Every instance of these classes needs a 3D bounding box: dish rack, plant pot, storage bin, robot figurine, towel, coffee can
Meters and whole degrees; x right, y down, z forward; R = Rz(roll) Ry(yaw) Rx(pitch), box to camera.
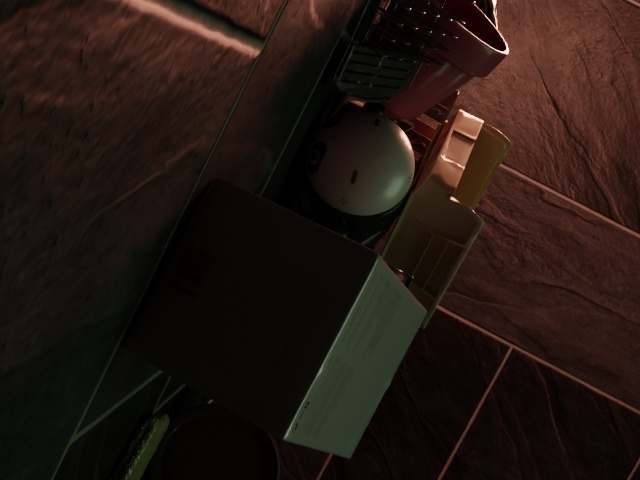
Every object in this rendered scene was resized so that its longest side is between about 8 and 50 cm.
[{"bbox_3d":[0.129,-0.302,1.412,0.208,0.074,0.272,-4,126,-53],"label":"dish rack"},{"bbox_3d":[0.159,-0.294,1.623,0.180,0.201,0.201,-47,-177,26],"label":"plant pot"},{"bbox_3d":[0.198,-0.044,1.743,0.260,0.123,0.262,-65,177,38],"label":"storage bin"},{"bbox_3d":[0.049,-0.091,1.641,0.173,0.209,0.278,-21,165,-13],"label":"robot figurine"},{"bbox_3d":[-0.253,0.300,1.404,0.148,0.027,0.110,-61,175,-4],"label":"towel"},{"bbox_3d":[-0.186,0.409,1.716,0.201,0.201,0.275,-60,175,-30],"label":"coffee can"}]

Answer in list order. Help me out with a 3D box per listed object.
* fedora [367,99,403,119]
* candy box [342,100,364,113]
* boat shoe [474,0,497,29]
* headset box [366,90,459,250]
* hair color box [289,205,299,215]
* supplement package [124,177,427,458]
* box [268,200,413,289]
[{"bbox_3d":[0.144,-0.304,1.802,0.194,0.194,0.079,-64,-145,27],"label":"fedora"},{"bbox_3d":[0.056,-0.191,1.869,0.109,0.053,0.186,-63,175,9],"label":"candy box"},{"bbox_3d":[0.246,-0.416,1.766,0.112,0.096,0.335,-22,167,15],"label":"boat shoe"},{"bbox_3d":[0.126,-0.141,1.924,0.293,0.110,0.218,-59,176,-37],"label":"headset box"},{"bbox_3d":[0.000,0.000,1.780,0.043,0.141,0.072,-64,175,26],"label":"hair color box"},{"bbox_3d":[-0.035,0.094,1.126,0.199,0.198,0.262,-62,159,-7],"label":"supplement package"},{"bbox_3d":[-0.001,0.058,1.493,0.044,0.233,0.159,-59,174,-40],"label":"box"}]
